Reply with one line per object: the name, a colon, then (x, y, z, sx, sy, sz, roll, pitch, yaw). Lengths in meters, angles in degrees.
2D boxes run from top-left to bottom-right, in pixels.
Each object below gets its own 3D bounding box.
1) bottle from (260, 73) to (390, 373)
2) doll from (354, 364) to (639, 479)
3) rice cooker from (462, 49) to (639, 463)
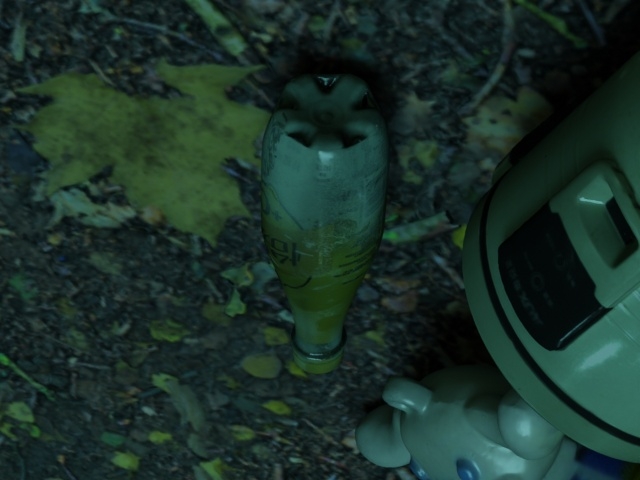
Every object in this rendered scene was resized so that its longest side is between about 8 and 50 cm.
bottle: (0.000, 0.000, 1.275, 0.083, 0.083, 0.269, 10, 142, 4)
doll: (0.170, 0.142, 1.324, 0.242, 0.159, 0.311, 41, 167, 6)
rice cooker: (0.208, 0.006, 1.127, 0.226, 0.226, 0.244, 27, 141, -15)
